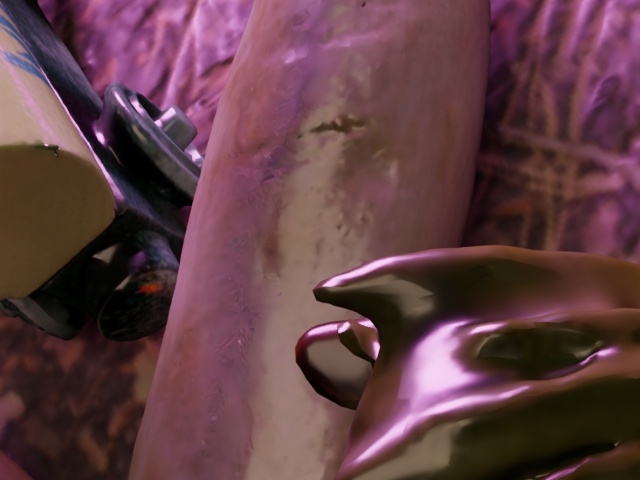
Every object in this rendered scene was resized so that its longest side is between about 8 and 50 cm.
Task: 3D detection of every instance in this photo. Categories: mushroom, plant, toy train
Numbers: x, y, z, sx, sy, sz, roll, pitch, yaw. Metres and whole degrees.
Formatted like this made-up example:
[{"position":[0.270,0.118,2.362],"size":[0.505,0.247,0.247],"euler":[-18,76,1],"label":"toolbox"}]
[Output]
[{"position":[0.000,0.000,0.645],"size":[0.100,0.081,0.312],"euler":[3,76,34],"label":"mushroom"},{"position":[0.152,0.057,0.486],"size":[0.333,0.180,0.251],"euler":[-33,101,-3],"label":"plant"},{"position":[-0.141,-0.072,0.704],"size":[0.105,0.157,0.253],"euler":[-41,56,10],"label":"toy train"}]

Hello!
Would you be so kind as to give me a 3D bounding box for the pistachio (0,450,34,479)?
[{"position":[-0.200,0.128,0.632],"size":[0.309,0.230,0.230],"euler":[25,84,31],"label":"pistachio"}]
